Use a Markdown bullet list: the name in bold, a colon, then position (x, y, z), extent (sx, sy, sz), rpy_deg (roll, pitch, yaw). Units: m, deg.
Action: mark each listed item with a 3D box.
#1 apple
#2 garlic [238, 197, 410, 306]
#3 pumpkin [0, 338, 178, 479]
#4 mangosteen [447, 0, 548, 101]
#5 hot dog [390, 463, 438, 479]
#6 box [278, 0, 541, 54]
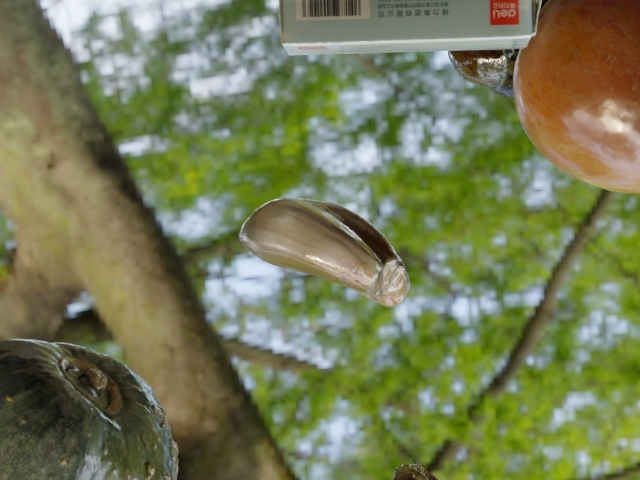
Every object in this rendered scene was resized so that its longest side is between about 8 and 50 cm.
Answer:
- **apple**: position (0.346, -0.178, 1.912), extent (0.253, 0.253, 0.253), rpy_deg (-6, -156, 3)
- **garlic**: position (0.000, 0.000, 2.286), extent (0.228, 0.110, 0.217), rpy_deg (18, 177, 22)
- **pumpkin**: position (-0.311, 0.266, 1.998), extent (0.327, 0.257, 0.291), rpy_deg (25, -157, -40)
- **mangosteen**: position (0.261, -0.296, 2.270), extent (0.289, 0.231, 0.231), rpy_deg (0, -166, -41)
- **hot dog**: position (0.131, 0.385, 2.285), extent (0.093, 0.123, 0.261), rpy_deg (-12, -143, 21)
- **box**: position (0.091, -0.239, 1.789), extent (0.269, 0.079, 0.135), rpy_deg (-1, -178, 3)
